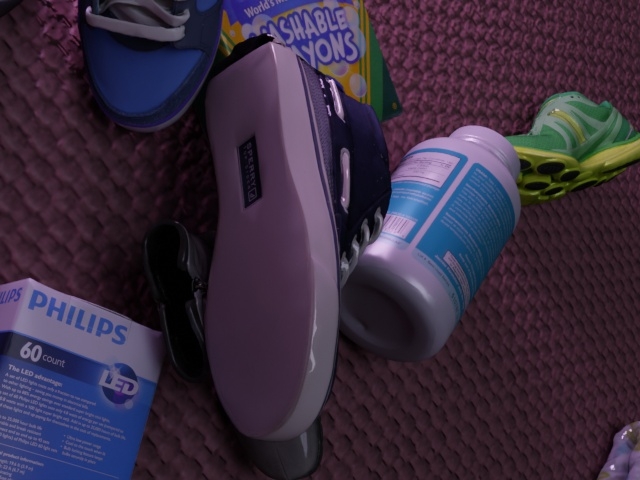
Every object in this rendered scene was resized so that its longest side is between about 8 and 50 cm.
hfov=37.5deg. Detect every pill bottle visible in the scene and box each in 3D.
[{"bbox_3d":[0.119,-0.009,0.997,0.146,0.146,0.264,54,53,-20],"label":"pill bottle"}]

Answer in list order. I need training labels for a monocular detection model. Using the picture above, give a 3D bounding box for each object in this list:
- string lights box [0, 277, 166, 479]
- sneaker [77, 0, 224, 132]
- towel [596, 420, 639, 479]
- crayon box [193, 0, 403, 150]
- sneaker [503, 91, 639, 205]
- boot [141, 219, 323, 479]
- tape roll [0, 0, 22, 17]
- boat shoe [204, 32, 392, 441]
[{"bbox_3d":[-0.217,0.174,0.713,0.133,0.076,0.260,29,64,-34],"label":"string lights box"},{"bbox_3d":[-0.140,-0.241,0.712,0.130,0.236,0.323,14,98,2],"label":"sneaker"},{"bbox_3d":[0.429,0.477,1.212,0.321,0.090,0.374,53,52,-21],"label":"towel"},{"bbox_3d":[-0.060,-0.241,0.930,0.203,0.083,0.323,-28,100,-41],"label":"crayon box"},{"bbox_3d":[0.303,-0.124,1.229,0.295,0.109,0.124,-12,66,-40],"label":"sneaker"},{"bbox_3d":[-0.082,0.103,0.799,0.161,0.083,0.247,-7,77,-74],"label":"boot"},{"bbox_3d":[-0.303,-0.278,0.732,0.219,0.072,0.219,10,75,-40],"label":"tape roll"},{"bbox_3d":[0.000,0.000,0.771,0.158,0.127,0.341,21,56,-42],"label":"boat shoe"}]
